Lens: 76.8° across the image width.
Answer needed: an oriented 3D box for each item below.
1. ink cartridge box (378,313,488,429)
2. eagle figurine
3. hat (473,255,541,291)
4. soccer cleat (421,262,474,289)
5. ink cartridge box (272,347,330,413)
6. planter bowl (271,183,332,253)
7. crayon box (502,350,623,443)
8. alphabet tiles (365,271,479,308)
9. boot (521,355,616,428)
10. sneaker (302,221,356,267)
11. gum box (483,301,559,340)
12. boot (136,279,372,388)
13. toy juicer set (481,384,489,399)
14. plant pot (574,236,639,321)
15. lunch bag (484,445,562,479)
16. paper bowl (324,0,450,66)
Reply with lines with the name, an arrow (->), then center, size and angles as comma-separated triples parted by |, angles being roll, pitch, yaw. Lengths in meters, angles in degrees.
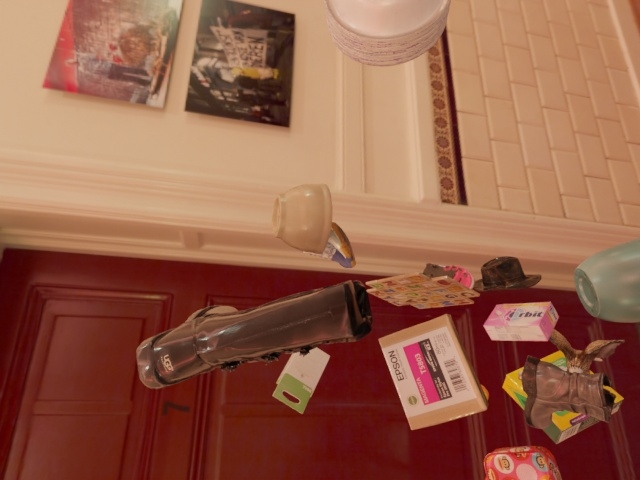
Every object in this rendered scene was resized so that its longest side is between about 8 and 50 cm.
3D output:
ink cartridge box -> 0.280, 0.328, 1.018 | 0.088, 0.193, 0.235 | 26, -138, -64
eagle figurine -> 0.854, 0.384, 1.348 | 0.225, 0.226, 0.298 | -96, -10, -65
hat -> 0.910, 0.152, 2.015 | 0.331, 0.331, 0.134 | -178, 75, -78
soccer cleat -> 0.591, 0.175, 1.796 | 0.116, 0.143, 0.331 | -61, 20, -3
ink cartridge box -> -0.064, 0.429, 1.269 | 0.209, 0.109, 0.062 | -58, 2, -40
planter bowl -> -0.049, -0.053, 0.911 | 0.162, 0.109, 0.162 | -176, 90, -72
crayon box -> 1.090, 0.692, 1.837 | 0.313, 0.362, 0.106 | -128, 27, -53
alphabet tiles -> 0.332, 0.176, 1.355 | 0.342, 0.285, 0.011 | -19, 51, 50
boot -> 0.737, 0.493, 1.204 | 0.118, 0.222, 0.338 | -54, -48, -30
sneaker -> 0.000, 0.000, 1.258 | 0.131, 0.296, 0.112 | -31, 38, 15
gum box -> 0.604, 0.248, 1.233 | 0.188, 0.107, 0.062 | -18, 108, 54
boot -> -0.103, 0.176, 0.888 | 0.367, 0.445, 0.146 | -26, -85, -76
toy juicer set -> 0.484, 0.545, 1.461 | 0.209, 0.329, 0.090 | 25, 93, 48
plant pot -> 1.059, 0.155, 1.424 | 0.293, 0.235, 0.293 | -14, -90, -77
lunch bag -> 0.680, 0.859, 1.356 | 0.258, 0.120, 0.293 | -24, 63, 32
paper bowl -> 0.149, -0.553, 0.902 | 0.148, 0.284, 0.284 | 67, -157, -71
